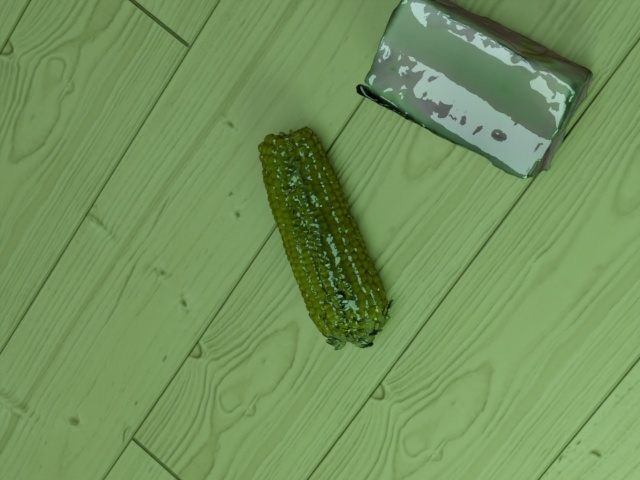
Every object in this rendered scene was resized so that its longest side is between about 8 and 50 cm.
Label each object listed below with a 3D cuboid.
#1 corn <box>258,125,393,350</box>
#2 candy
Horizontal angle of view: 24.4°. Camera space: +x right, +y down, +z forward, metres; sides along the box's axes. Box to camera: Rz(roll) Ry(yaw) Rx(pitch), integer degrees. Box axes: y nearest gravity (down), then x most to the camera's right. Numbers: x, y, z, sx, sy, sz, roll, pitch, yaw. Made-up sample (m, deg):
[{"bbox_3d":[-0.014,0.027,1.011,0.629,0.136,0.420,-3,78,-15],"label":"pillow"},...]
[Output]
[{"bbox_3d":[0.000,0.000,2.008,0.115,0.115,0.318,-22,91,24],"label":"corn"},{"bbox_3d":[0.197,-0.200,1.884,0.265,0.116,0.155,29,108,15],"label":"candy"}]
